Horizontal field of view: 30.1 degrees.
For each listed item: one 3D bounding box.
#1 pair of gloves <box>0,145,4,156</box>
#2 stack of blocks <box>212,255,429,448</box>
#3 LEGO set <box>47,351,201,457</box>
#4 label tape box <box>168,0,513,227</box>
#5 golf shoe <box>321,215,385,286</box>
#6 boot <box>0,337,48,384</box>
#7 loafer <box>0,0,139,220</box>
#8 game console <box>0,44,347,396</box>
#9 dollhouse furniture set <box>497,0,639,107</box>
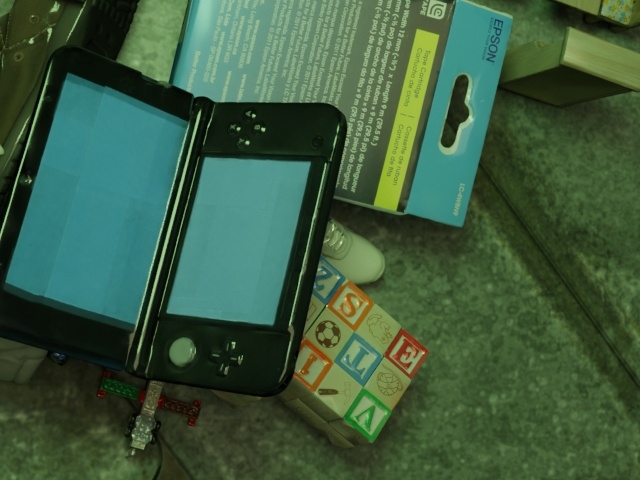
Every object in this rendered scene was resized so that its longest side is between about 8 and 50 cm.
[{"bbox_3d":[-0.411,-0.114,0.987,0.240,0.042,0.204,-23,91,-14],"label":"pair of gloves"},{"bbox_3d":[-0.049,0.097,1.282,0.297,0.087,0.171,41,64,-10],"label":"stack of blocks"},{"bbox_3d":[-0.170,0.116,1.304,0.244,0.060,0.182,-24,87,-25],"label":"LEGO set"},{"bbox_3d":[0.011,-0.173,1.320,0.347,0.115,0.249,13,91,-13],"label":"label tape box"},{"bbox_3d":[0.000,0.000,1.332,0.176,0.086,0.069,25,76,-12],"label":"golf shoe"},{"bbox_3d":[-0.316,0.046,1.185,0.123,0.258,0.095,8,43,-20],"label":"boot"},{"bbox_3d":[-0.304,-0.172,1.268,0.130,0.134,0.366,14,73,19],"label":"loafer"},{"bbox_3d":[-0.141,-0.023,1.115,0.250,0.173,0.293,4,74,29],"label":"game console"},{"bbox_3d":[0.308,-0.293,1.393,0.212,0.161,0.242,15,84,-20],"label":"dollhouse furniture set"}]
